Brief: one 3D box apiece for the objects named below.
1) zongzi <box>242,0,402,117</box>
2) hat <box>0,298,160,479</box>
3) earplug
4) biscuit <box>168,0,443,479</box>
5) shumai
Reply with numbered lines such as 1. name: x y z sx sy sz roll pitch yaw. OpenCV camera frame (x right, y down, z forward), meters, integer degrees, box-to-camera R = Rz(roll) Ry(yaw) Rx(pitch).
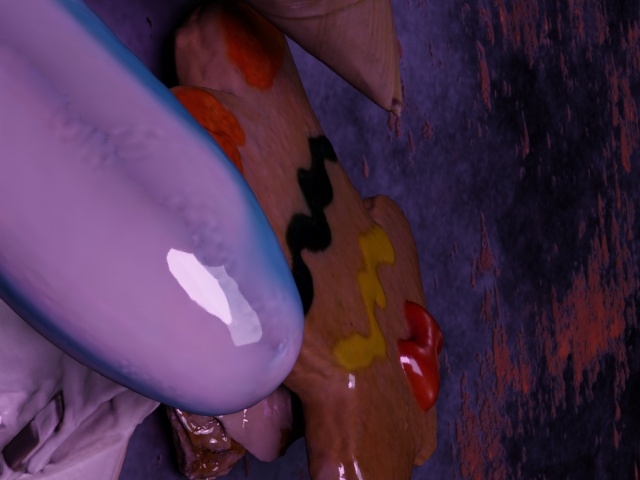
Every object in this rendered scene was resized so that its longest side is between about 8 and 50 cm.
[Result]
1. zongzi: -0.058 -0.192 0.715 0.289 0.154 0.317 -33 105 -48
2. hat: -0.245 0.114 0.719 0.258 0.168 0.301 9 110 -26
3. earplug: -0.140 -0.031 0.630 0.324 0.185 0.185 46 47 10
4. biscuit: 0.000 0.000 0.916 0.394 0.076 0.368 58 25 -26
5. shumai: -0.059 0.124 0.926 0.146 0.116 0.145 -3 94 -47
